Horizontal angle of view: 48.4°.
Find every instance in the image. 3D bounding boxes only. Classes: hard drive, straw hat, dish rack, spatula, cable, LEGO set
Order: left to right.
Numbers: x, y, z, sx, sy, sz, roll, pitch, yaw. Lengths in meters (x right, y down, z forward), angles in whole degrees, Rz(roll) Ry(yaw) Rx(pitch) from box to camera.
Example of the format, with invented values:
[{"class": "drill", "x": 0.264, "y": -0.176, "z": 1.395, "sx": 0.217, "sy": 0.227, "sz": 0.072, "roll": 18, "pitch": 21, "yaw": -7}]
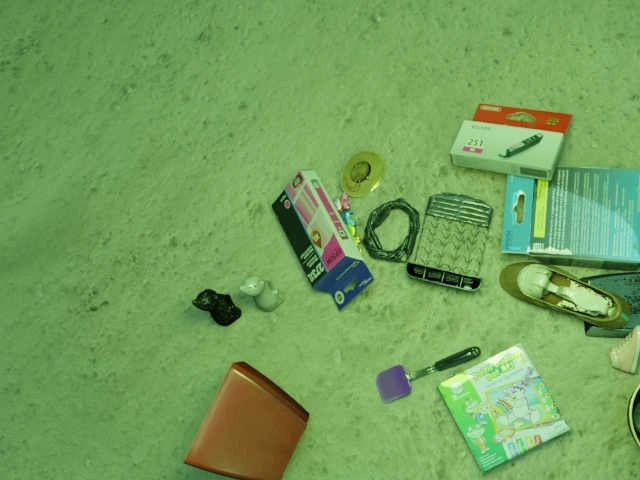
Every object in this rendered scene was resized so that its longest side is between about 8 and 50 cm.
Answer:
[{"class": "LEGO set", "x": 0.058, "y": -0.009, "z": 2.008, "sx": 0.093, "sy": 0.087, "sz": 0.227, "roll": -13, "pitch": 81, "yaw": 11}, {"class": "straw hat", "x": 0.109, "y": -0.201, "z": 2.051, "sx": 0.144, "sy": 0.144, "sz": 0.061, "roll": -41, "pitch": 33, "yaw": -1}, {"class": "cable", "x": 0.201, "y": -0.032, "z": 2.009, "sx": 0.151, "sy": 0.047, "sz": 0.184, "roll": 11, "pitch": 81, "yaw": 18}, {"class": "spatula", "x": 0.287, "y": 0.345, "z": 1.901, "sx": 0.297, "sy": 0.030, "sz": 0.084, "roll": -23, "pitch": 71, "yaw": 5}, {"class": "dish rack", "x": 0.361, "y": -0.003, "z": 1.951, "sx": 0.208, "sy": 0.074, "sz": 0.271, "roll": 13, "pitch": 79, "yaw": 13}, {"class": "hard drive", "x": 0.810, "y": 0.162, "z": 1.833, "sx": 0.255, "sy": 0.054, "sz": 0.171, "roll": -3, "pitch": 76, "yaw": 10}]

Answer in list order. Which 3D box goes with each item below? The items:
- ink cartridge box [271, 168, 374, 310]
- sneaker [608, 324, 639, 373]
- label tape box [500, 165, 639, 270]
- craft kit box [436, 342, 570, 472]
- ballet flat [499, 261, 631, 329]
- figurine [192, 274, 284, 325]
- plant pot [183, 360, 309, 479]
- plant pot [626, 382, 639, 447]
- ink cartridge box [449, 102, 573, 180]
[{"class": "ink cartridge box", "x": 0.000, "y": 0.000, "z": 1.968, "sx": 0.176, "sy": 0.069, "sz": 0.370, "roll": -47, "pitch": 65, "yaw": 41}, {"class": "sneaker", "x": 0.766, "y": 0.270, "z": 1.794, "sx": 0.070, "sy": 0.051, "sz": 0.134, "roll": 11, "pitch": 117, "yaw": 22}, {"class": "label tape box", "x": 0.667, "y": -0.063, "z": 1.888, "sx": 0.348, "sy": 0.115, "sz": 0.249, "roll": 4, "pitch": 77, "yaw": 18}, {"class": "craft kit box", "x": 0.467, "y": 0.428, "z": 1.835, "sx": 0.250, "sy": 0.061, "sz": 0.246, "roll": -28, "pitch": 70, "yaw": 3}, {"class": "ballet flat", "x": 0.611, "y": 0.131, "z": 1.807, "sx": 0.342, "sy": 0.124, "sz": 0.116, "roll": 25, "pitch": 89, "yaw": 29}, {"class": "figurine", "x": -0.225, "y": 0.156, "z": 1.953, "sx": 0.215, "sy": 0.209, "sz": 0.092, "roll": -18, "pitch": 74, "yaw": 6}, {"class": "plant pot", "x": -0.170, "y": 0.486, "z": 1.850, "sx": 0.236, "sy": 0.267, "sz": 0.267, "roll": 25, "pitch": 82, "yaw": 3}, {"class": "plant pot", "x": 0.818, "y": 0.418, "z": 1.664, "sx": 0.237, "sy": 0.254, "sz": 0.237, "roll": -2, "pitch": 76, "yaw": 9}, {"class": "ink cartridge box", "x": 0.521, "y": -0.289, "z": 1.936, "sx": 0.275, "sy": 0.060, "sz": 0.238, "roll": 13, "pitch": 62, "yaw": 26}]
